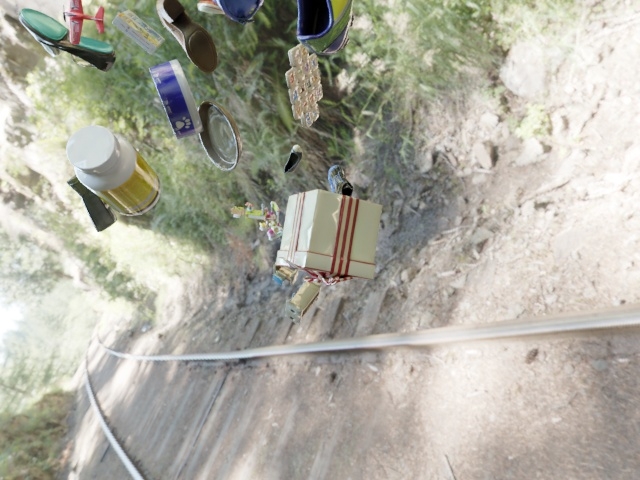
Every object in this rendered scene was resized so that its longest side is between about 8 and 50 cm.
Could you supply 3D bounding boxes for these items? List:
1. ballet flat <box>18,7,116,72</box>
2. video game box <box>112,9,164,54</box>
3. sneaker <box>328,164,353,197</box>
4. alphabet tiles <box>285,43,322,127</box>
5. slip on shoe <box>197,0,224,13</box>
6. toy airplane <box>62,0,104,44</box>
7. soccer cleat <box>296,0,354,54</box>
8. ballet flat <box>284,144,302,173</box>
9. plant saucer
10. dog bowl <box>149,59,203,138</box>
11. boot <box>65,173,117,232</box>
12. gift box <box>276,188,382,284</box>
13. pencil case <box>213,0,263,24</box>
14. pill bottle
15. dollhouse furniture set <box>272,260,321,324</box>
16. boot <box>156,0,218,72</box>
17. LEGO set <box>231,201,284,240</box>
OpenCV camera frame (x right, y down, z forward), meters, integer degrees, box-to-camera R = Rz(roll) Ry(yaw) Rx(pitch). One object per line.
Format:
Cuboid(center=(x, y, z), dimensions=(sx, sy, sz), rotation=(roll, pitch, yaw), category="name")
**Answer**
Cuboid(center=(-0.760, -0.584, 1.477), dimensions=(0.096, 0.281, 0.095), rotation=(-56, 15, 44), category="ballet flat")
Cuboid(center=(-0.771, -0.892, 2.104), dimensions=(0.048, 0.187, 0.205), rotation=(-46, 25, 20), category="video game box")
Cuboid(center=(0.088, -0.222, 1.983), dimensions=(0.090, 0.081, 0.232), rotation=(-29, 48, 35), category="sneaker")
Cuboid(center=(-0.059, -0.570, 1.815), dimensions=(0.021, 0.284, 0.278), rotation=(4, 35, 22), category="alphabet tiles")
Cuboid(center=(-0.370, -0.913, 1.819), dimensions=(0.331, 0.123, 0.101), rotation=(-75, -6, -48), category="slip on shoe")
Cuboid(center=(-0.635, -0.603, 1.325), dimensions=(0.151, 0.151, 0.028), rotation=(-50, -8, 25), category="toy airplane")
Cuboid(center=(0.018, -0.473, 0.851), dimensions=(0.093, 0.121, 0.289), rotation=(19, 108, 32), category="soccer cleat")
Cuboid(center=(-0.123, -0.364, 2.235), dimensions=(0.049, 0.057, 0.173), rotation=(-43, -13, -38), category="ballet flat")
Cuboid(center=(-0.386, -0.404, 1.904), dimensions=(0.041, 0.277, 0.278), rotation=(-28, -1, -33), category="plant saucer")
Cuboid(center=(-0.518, -0.505, 1.776), dimensions=(0.104, 0.264, 0.265), rotation=(-21, 13, -12), category="dog bowl")
Cuboid(center=(-0.788, -0.160, 1.763), dimensions=(0.076, 0.208, 0.189), rotation=(-12, 30, 34), category="boot")
Cuboid(center=(0.000, 0.000, 1.474), dimensions=(0.255, 0.276, 0.258), rotation=(175, 104, -69), category="gift box")
Cuboid(center=(-0.232, -0.582, 1.056), dimensions=(0.306, 0.133, 0.119), rotation=(45, 117, 29), category="pencil case")
Cuboid(center=(-0.644, -0.217, 1.551), dimensions=(0.334, 0.188, 0.187), rotation=(85, -150, -73), category="pill bottle")
Cuboid(center=(-0.111, 0.185, 1.772), dimensions=(0.129, 0.184, 0.129), rotation=(-51, -15, -30), category="dollhouse furniture set")
Cuboid(center=(-0.335, -0.514, 1.235), dimensions=(0.073, 0.197, 0.152), rotation=(-36, 28, -10), category="boot")
Cuboid(center=(-0.252, -0.117, 2.099), dimensions=(0.132, 0.287, 0.107), rotation=(-32, -39, -36), category="LEGO set")
